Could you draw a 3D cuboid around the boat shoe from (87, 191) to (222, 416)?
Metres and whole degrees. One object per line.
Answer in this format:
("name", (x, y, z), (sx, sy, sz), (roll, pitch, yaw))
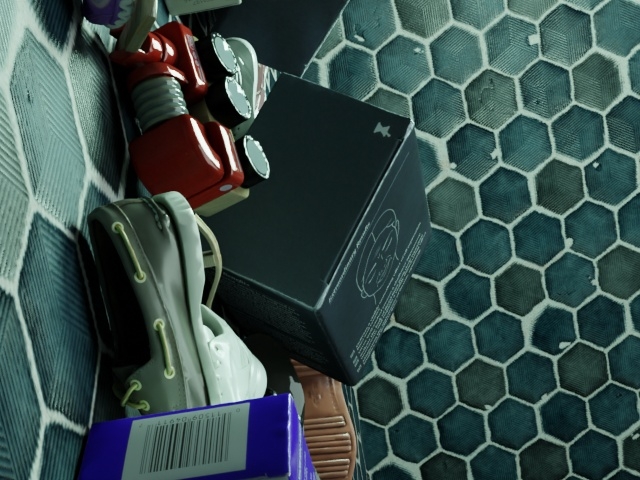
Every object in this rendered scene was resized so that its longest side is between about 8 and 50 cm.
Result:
("boat shoe", (-0.157, 0.109, 1.016), (0.109, 0.091, 0.305), (-3, -85, 58))

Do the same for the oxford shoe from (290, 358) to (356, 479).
("oxford shoe", (-0.026, 0.306, 1.819), (0.146, 0.140, 0.397), (162, -68, -72))

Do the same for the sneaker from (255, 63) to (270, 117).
("sneaker", (-0.144, -0.341, 1.831), (0.162, 0.106, 0.281), (67, 16, -57))

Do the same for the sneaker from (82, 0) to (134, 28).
("sneaker", (-0.224, -0.288, 1.023), (0.236, 0.104, 0.095), (125, -40, -65))

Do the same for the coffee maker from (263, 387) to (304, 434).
("coffee maker", (-0.090, 0.305, 1.365), (0.171, 0.120, 0.178), (-62, 148, -41))

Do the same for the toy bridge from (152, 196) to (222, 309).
("toy bridge", (-0.154, 0.026, 1.314), (0.026, 0.063, 0.188), (-80, 159, -74))

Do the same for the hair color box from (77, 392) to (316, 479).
("hair color box", (-0.081, 0.308, 0.971), (0.110, 0.185, 0.339), (-91, 169, -56))

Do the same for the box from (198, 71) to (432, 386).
("box", (0.000, 0.000, 1.565), (0.293, 0.212, 0.395), (-61, 162, -16))

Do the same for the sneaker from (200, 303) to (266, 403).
("sneaker", (-0.133, 0.189, 1.175), (0.305, 0.114, 0.152), (-98, 162, -60))

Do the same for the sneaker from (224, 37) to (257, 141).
("sneaker", (-0.148, -0.149, 1.566), (0.147, 0.104, 0.296), (-24, 113, -69))

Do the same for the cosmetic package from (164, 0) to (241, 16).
("cosmetic package", (-0.189, -0.497, 1.580), (0.160, 0.113, 0.309), (73, 9, -51))

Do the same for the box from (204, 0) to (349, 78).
("box", (-0.056, -0.475, 1.720), (0.294, 0.182, 0.296), (-56, -150, 32))

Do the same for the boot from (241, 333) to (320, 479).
("boot", (-0.081, 0.289, 1.620), (0.115, 0.112, 0.305), (-3, -78, 65))

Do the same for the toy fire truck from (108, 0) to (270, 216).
("toy fire truck", (-0.165, -0.160, 1.169), (0.246, 0.158, 0.217), (22, 47, -62))
